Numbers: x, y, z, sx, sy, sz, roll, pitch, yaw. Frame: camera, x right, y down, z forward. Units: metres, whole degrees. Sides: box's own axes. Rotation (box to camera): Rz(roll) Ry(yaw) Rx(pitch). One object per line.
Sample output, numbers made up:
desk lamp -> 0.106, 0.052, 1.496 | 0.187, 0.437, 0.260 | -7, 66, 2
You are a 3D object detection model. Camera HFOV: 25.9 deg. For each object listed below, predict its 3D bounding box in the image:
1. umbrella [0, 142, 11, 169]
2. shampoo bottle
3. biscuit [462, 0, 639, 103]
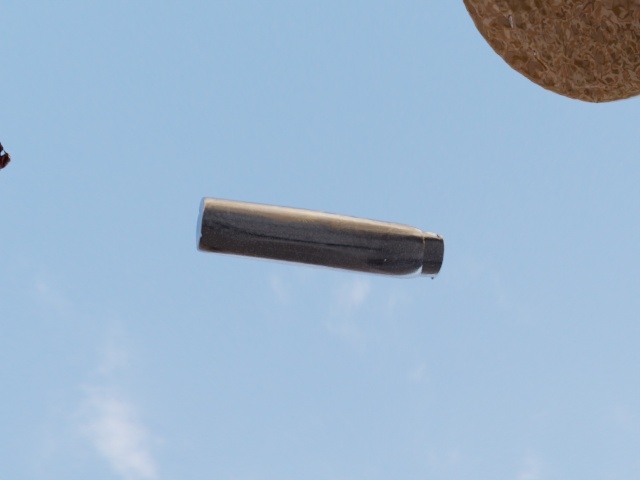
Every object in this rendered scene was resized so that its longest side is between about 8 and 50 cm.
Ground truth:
umbrella -> -0.269, -0.112, 1.071 | 0.027, 0.165, 0.025 | -17, -131, -9
shampoo bottle -> 0.000, 0.000, 1.318 | 0.234, 0.087, 0.049 | 8, -71, -8
biscuit -> 0.236, -0.223, 0.974 | 0.052, 0.355, 0.275 | -39, -87, -37
